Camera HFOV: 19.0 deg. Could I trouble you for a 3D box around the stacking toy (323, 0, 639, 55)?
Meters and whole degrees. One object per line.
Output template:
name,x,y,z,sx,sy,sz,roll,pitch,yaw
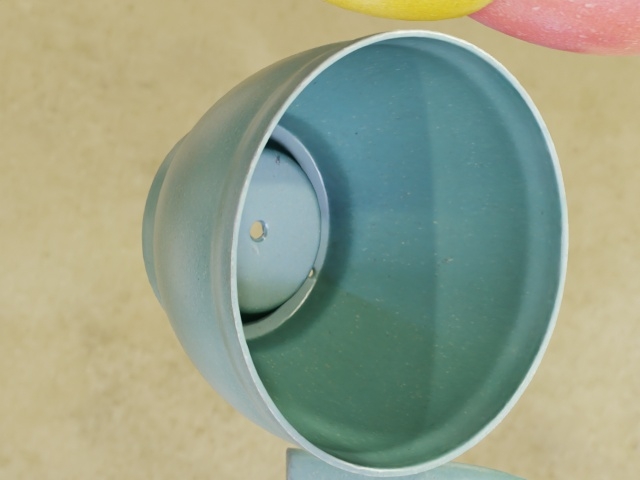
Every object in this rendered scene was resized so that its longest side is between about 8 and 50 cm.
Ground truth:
stacking toy,0.062,-0.191,0.766,0.480,0.350,0.350,-13,49,-26

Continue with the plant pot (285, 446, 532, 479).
plant pot,0.101,0.299,1.457,0.252,0.248,0.247,-2,70,-2

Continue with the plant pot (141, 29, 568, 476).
plant pot,0.000,0.000,1.319,0.293,0.293,0.196,-15,15,-37
